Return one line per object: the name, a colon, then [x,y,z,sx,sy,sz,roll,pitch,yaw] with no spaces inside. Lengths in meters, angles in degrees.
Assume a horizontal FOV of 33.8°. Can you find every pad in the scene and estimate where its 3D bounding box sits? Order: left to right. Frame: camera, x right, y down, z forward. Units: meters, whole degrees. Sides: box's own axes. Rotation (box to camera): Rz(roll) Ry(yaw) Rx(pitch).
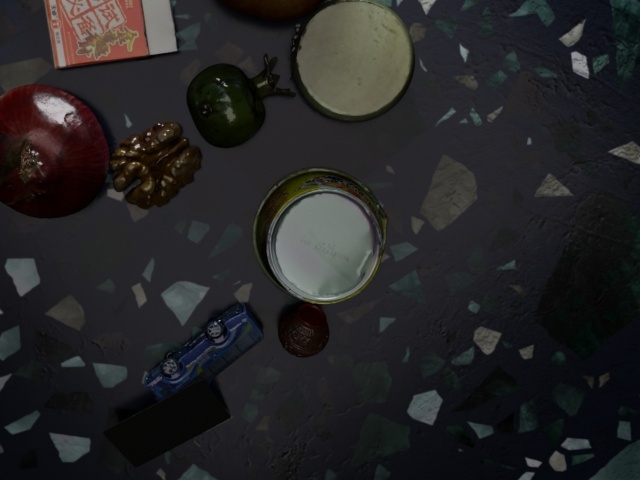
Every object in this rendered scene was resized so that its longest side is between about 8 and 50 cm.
pad: [-0.286,0.345,1.977,0.211,0.003,0.143,-27,135,-1]

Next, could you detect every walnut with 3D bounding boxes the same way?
walnut: [-0.310,-0.138,1.940,0.170,0.069,0.143,-41,98,4]

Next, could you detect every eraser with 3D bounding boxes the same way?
eraser: [-0.384,-0.406,1.923,0.230,0.038,0.157,-8,96,-2]

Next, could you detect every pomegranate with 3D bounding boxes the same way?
pomegranate: [-0.144,-0.256,1.908,0.191,0.131,0.152,-24,93,-8]

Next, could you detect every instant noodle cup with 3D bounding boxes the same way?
instant noodle cup: [0.000,0.000,1.903,0.264,0.200,0.265,0,96,-2]

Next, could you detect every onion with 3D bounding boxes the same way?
onion: [-0.498,-0.157,1.892,0.248,0.161,0.248,0,91,-24]

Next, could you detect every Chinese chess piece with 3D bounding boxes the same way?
Chinese chess piece: [0.057,-0.333,1.927,0.237,0.092,0.238,0,97,-3]

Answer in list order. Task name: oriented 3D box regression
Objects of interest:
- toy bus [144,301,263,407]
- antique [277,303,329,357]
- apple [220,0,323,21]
toy bus: [-0.217,0.216,1.973,0.236,0.079,0.094,-39,98,2]
antique: [-0.032,0.172,1.970,0.104,0.104,0.104,0,96,-3]
apple: [-0.091,-0.537,1.821,0.277,0.250,0.309,-29,98,-1]
